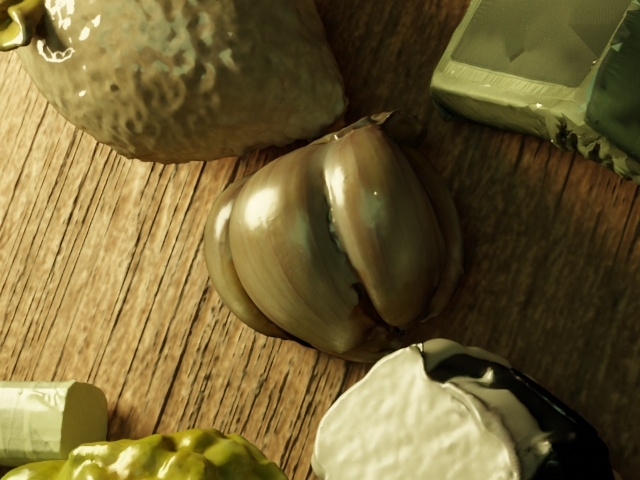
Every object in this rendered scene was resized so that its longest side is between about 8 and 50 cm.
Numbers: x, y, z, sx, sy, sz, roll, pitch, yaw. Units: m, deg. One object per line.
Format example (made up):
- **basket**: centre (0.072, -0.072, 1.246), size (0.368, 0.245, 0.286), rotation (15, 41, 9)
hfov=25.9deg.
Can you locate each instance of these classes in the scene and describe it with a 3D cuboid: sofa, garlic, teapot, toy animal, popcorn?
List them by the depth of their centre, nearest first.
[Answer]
- **toy animal**: centre (0.108, 0.190, 0.983), size (0.204, 0.156, 0.208), rotation (-47, 45, 9)
- **popcorn**: centre (-0.140, 0.270, 1.024), size (0.241, 0.235, 0.250), rotation (-30, 38, 36)
- **sofa**: centre (0.229, -0.148, 1.074), size (0.225, 0.176, 0.210), rotation (20, 82, 57)
- **garlic**: centre (0.000, 0.000, 1.082), size (0.214, 0.160, 0.191), rotation (-14, 71, 13)
- **toy animal**: centre (-0.132, -0.179, 1.181), size (0.358, 0.188, 0.226), rotation (39, 84, 21)
- **teapot**: centre (-0.295, 0.157, 1.200), size (0.200, 0.107, 0.077), rotation (-3, 76, 24)
